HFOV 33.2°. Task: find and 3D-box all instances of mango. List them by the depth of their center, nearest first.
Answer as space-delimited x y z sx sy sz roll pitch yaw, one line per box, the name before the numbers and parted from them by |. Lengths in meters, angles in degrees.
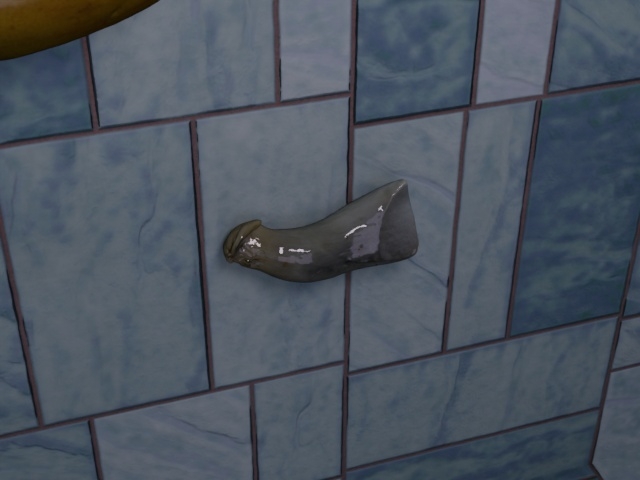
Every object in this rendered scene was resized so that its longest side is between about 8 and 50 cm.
mango | -0.425 -0.410 1.639 0.446 0.300 0.232 -16 114 -18

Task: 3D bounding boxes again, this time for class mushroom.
mushroom | -0.001 0.000 2.213 0.397 0.126 0.177 -17 118 -9
